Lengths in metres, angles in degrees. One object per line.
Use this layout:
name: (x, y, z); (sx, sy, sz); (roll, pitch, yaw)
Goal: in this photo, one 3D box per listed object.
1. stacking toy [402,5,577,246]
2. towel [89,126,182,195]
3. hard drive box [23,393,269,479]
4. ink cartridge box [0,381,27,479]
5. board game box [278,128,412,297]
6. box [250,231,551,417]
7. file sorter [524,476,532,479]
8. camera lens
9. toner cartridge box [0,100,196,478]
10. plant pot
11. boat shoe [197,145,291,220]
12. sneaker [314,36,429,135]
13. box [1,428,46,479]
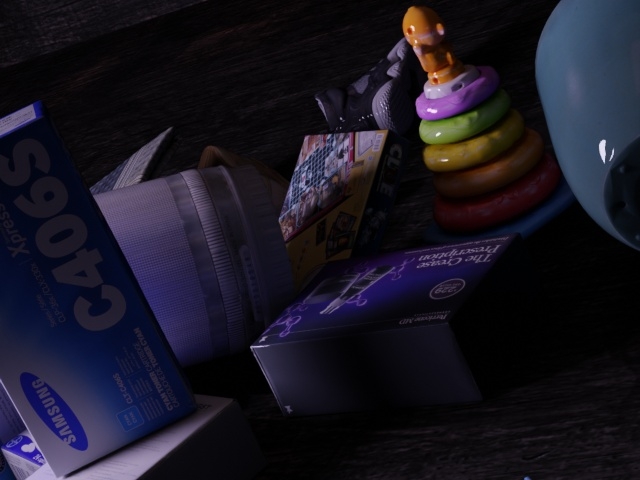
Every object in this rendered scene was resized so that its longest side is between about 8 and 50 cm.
stacking toy: (0.170, -0.144, 2.012); (0.165, 0.302, 0.175); (-36, 21, -27)
towel: (-0.329, 0.014, 2.342); (0.312, 0.056, 0.324); (-33, 22, 38)
hard drive box: (-0.200, 0.256, 1.759); (0.232, 0.089, 0.181); (-39, 24, -32)
ink cartridge box: (-0.423, 0.175, 2.074); (0.197, 0.198, 0.270); (-10, 24, 39)
board game box: (0.010, -0.013, 2.059); (0.165, 0.042, 0.243); (1, 70, 52)
box: (0.086, 0.092, 1.821); (0.261, 0.103, 0.184); (-10, 27, 37)
file sorter: (0.119, 0.274, 1.304); (0.170, 0.104, 0.118); (-27, 19, -3)
camera lens: (-0.185, 0.041, 1.948); (0.274, 0.219, 0.219); (-15, 18, -10)
toner cartridge box: (-0.273, 0.052, 1.712); (0.165, 0.348, 0.075); (-26, 20, -1)
plant pot: (0.374, -0.119, 1.765); (0.293, 0.293, 0.235); (-19, 36, 18)
boat shoe: (-0.108, -0.070, 2.489); (0.098, 0.109, 0.302); (10, 6, -23)
sneaker: (0.078, -0.231, 2.644); (0.153, 0.101, 0.268); (-13, 25, 23)
box: (-0.269, 0.233, 1.926); (0.137, 0.072, 0.126); (-34, 22, -26)
